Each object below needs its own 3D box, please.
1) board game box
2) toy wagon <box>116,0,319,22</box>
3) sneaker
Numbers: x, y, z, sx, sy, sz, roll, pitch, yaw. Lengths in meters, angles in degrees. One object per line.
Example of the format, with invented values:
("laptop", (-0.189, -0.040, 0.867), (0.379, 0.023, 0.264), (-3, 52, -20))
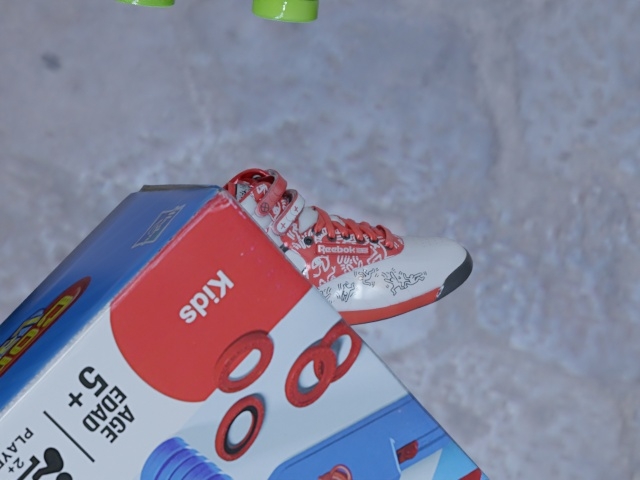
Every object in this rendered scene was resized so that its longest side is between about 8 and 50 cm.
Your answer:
("board game box", (-0.046, 0.195, 0.510), (0.302, 0.308, 0.086), (48, 163, -16))
("toy wagon", (-0.034, -0.312, 1.386), (0.344, 0.068, 0.267), (6, 102, -1))
("sneaker", (0.000, 0.001, 1.548), (0.270, 0.090, 0.145), (-14, 111, -5))
